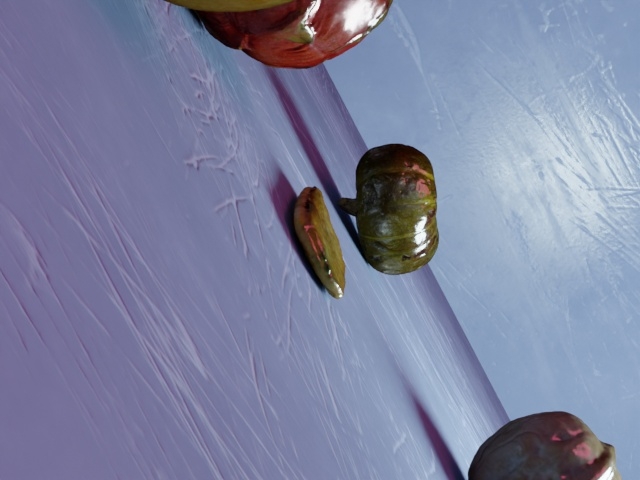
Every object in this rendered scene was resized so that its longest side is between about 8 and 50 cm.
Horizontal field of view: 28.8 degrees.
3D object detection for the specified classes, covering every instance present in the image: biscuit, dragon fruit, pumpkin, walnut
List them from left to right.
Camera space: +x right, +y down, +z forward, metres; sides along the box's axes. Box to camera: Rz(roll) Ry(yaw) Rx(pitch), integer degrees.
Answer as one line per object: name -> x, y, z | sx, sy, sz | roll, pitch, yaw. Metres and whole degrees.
dragon fruit -> -0.039, -0.344, 1.513 | 0.342, 0.277, 0.277 | 35, 27, -53
biscuit -> 0.000, 0.000, 1.497 | 0.247, 0.029, 0.118 | -78, 148, -79
pumpkin -> 0.109, -0.052, 2.013 | 0.219, 0.162, 0.219 | -2, 90, -89
walnut -> 0.324, 0.350, 1.769 | 0.224, 0.224, 0.224 | 61, 7, -14

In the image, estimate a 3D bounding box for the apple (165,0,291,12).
apple -> -0.077, -0.355, 1.071 | 0.338, 0.338, 0.305 | 61, 23, -12
